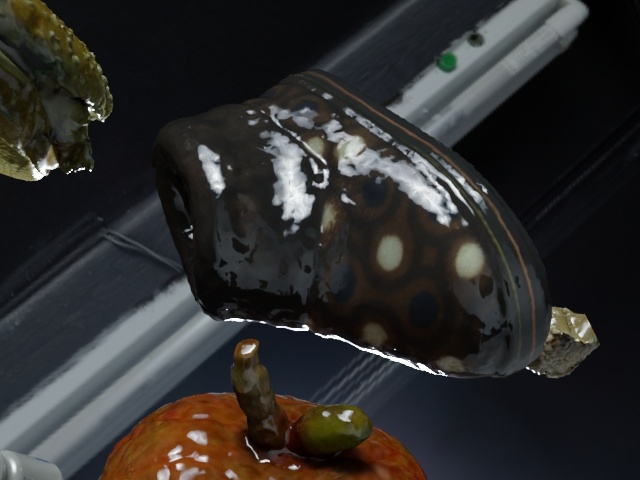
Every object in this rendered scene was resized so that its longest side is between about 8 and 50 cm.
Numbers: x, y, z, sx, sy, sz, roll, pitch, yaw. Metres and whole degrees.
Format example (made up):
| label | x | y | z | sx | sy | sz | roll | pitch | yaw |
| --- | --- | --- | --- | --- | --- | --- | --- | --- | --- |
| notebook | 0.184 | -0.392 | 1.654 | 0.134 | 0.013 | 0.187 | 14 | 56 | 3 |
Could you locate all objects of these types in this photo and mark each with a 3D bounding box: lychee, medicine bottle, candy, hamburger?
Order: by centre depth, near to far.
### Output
| label | x | y | z | sx | sy | sz | roll | pitch | yaw |
| --- | --- | --- | --- | --- | --- | --- | --- | --- | --- |
| lychee | -0.038 | 0.210 | 0.560 | 0.255 | 0.255 | 0.300 | 6 | -80 | -29 |
| hamburger | -0.263 | -0.141 | 0.579 | 0.215 | 0.189 | 0.122 | 43 | -112 | -45 |
| medicine bottle | -0.469 | 0.359 | 1.159 | 0.105 | 0.105 | 0.168 | -52 | -37 | -5 |
| candy | 0.357 | 0.155 | 1.194 | 0.095 | 0.085 | 0.110 | 19 | -60 | -15 |

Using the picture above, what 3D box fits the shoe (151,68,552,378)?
| label | x | y | z | sx | sy | sz | roll | pitch | yaw |
| --- | --- | --- | --- | --- | --- | --- | --- | --- | --- |
| shoe | 0.000 | 0.000 | 0.692 | 0.237 | 0.384 | 0.171 | -27 | -38 | -22 |
